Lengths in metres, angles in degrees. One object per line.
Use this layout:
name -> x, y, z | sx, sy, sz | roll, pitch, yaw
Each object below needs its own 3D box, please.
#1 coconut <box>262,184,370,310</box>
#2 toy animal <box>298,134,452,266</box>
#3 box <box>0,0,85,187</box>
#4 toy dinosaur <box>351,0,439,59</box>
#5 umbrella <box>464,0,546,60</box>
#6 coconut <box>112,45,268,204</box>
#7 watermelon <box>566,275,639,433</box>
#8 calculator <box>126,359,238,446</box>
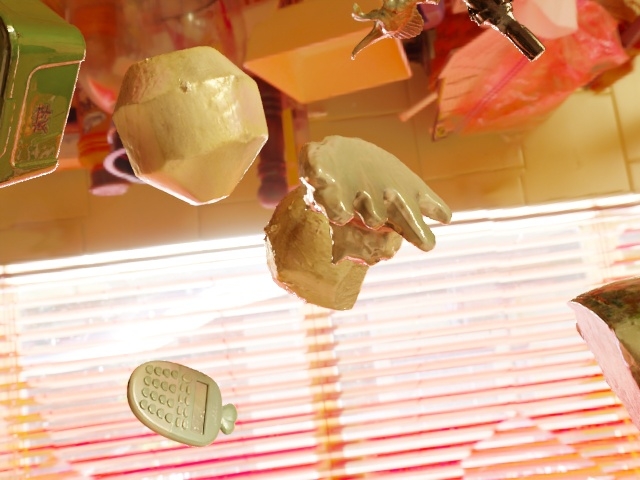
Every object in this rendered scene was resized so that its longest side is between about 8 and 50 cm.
coconut -> 0.000, 0.000, 1.447 | 0.255, 0.297, 0.297 | 20, 170, 0
toy animal -> 0.045, -0.045, 1.026 | 0.188, 0.266, 0.308 | -28, -167, 33
box -> -0.538, -0.257, 1.043 | 0.178, 0.253, 0.328 | -25, 150, -56
toy dinosaur -> 0.129, -0.395, 1.136 | 0.143, 0.057, 0.212 | 10, 163, 2
umbrella -> 0.323, -0.492, 1.276 | 0.118, 0.340, 0.118 | -39, 171, -7
coconut -> -0.188, -0.167, 0.962 | 0.237, 0.236, 0.197 | -1, 177, -35
watermelon -> 0.388, 0.133, 0.623 | 0.310, 0.231, 0.193 | 17, 167, 26
calculator -> -0.313, 0.377, 1.464 | 0.295, 0.184, 0.042 | 32, 129, -32
